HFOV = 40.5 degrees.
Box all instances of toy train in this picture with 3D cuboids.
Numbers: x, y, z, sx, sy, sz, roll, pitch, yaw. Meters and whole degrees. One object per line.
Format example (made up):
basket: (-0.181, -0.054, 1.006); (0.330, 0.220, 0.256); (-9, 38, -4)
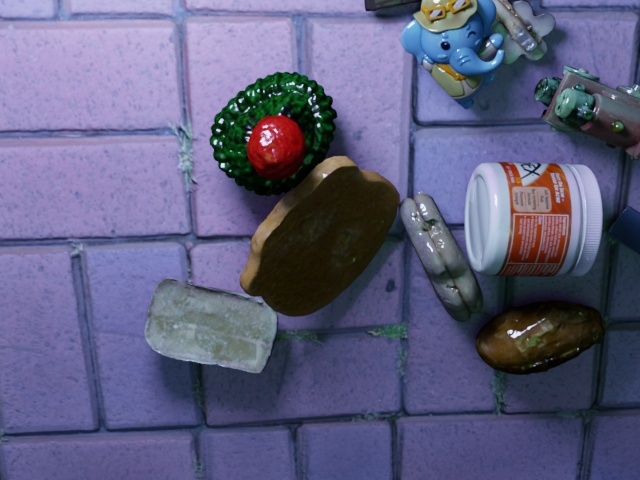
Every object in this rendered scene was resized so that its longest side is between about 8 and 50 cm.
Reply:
toy train: (0.611, -0.266, 1.850); (0.304, 0.221, 0.150); (17, 111, -10)

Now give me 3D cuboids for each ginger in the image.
ginger: (0.531, 0.227, 2.065); (0.321, 0.172, 0.165); (-11, 74, 1)

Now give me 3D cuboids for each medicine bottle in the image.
medicine bottle: (0.457, -0.045, 1.905); (0.241, 0.252, 0.252); (2, 111, -5)

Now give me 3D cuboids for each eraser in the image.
eraser: (0.782, -0.001, 2.063); (0.225, 0.036, 0.082); (29, 106, -14)

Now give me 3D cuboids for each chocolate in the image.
chocolate: (-0.254, 0.193, 2.024); (0.303, 0.100, 0.185); (14, 99, -12)

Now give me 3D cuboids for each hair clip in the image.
hair clip: (0.387, -0.476, 1.837); (0.257, 0.075, 0.146); (45, 117, -11)

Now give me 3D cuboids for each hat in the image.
hat: (-0.104, -0.208, 1.753); (0.242, 0.332, 0.274); (30, 104, -5)

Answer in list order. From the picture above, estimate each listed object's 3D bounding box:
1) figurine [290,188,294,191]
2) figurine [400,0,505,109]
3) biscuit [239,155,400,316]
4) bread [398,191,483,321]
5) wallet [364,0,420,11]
figurine: (-0.053, -0.133, 1.949); (0.083, 0.047, 0.050); (11, 95, -1)
figurine: (0.291, -0.407, 1.807); (0.180, 0.154, 0.262); (-17, 127, 36)
biscuit: (-0.001, -0.001, 1.895); (0.385, 0.062, 0.365); (-51, 144, 10)
bread: (0.284, 0.053, 1.969); (0.102, 0.183, 0.337); (-28, 114, 4)
wallet: (0.161, -0.600, 1.781); (0.182, 0.049, 0.229); (-13, 110, -3)
